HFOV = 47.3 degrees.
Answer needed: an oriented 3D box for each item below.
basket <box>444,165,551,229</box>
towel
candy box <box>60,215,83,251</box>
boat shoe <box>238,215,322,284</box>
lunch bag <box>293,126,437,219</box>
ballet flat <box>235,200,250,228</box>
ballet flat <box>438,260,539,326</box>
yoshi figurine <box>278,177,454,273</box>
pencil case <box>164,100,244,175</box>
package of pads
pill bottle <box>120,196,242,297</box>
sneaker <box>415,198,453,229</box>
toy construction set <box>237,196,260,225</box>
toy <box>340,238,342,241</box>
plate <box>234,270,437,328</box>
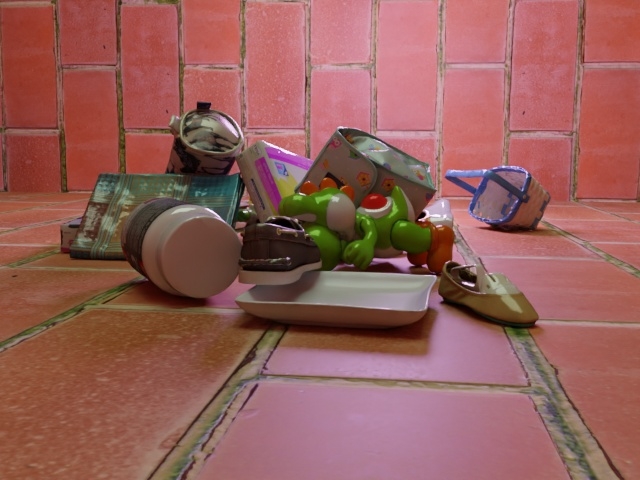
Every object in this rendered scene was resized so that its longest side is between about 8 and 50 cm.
[{"bbox_3d":[0.567,-0.150,2.337,0.289,0.201,0.255,31,-5,-21],"label":"basket"},{"bbox_3d":[-0.378,-0.062,1.723,0.371,0.040,0.271,1,49,5],"label":"towel"},{"bbox_3d":[-0.552,-0.019,1.863,0.159,0.071,0.233,0,7,-4],"label":"candy box"},{"bbox_3d":[-0.065,0.008,1.252,0.117,0.096,0.324,0,6,11],"label":"boat shoe"},{"bbox_3d":[0.090,-0.113,1.633,0.262,0.223,0.160,22,34,-21],"label":"lunch bag"},{"bbox_3d":[-0.219,-0.070,2.273,0.316,0.107,0.106,-6,28,-8],"label":"ballet flat"},{"bbox_3d":[0.257,0.078,1.160,0.080,0.073,0.232,-3,8,-24],"label":"ballet flat"},{"bbox_3d":[0.079,0.010,1.510,0.363,0.203,0.202,13,44,-18],"label":"yoshi figurine"},{"bbox_3d":[-0.339,-0.184,1.937,0.184,0.159,0.410,25,-35,-8],"label":"pencil case"},{"bbox_3d":[-0.066,-0.110,1.849,0.101,0.229,0.297,-32,-19,23],"label":"package of pads"},{"bbox_3d":[-0.250,0.011,1.301,0.161,0.161,0.283,-3,8,-25],"label":"pill bottle"},{"bbox_3d":[0.323,-0.069,2.174,0.123,0.105,0.290,4,9,5],"label":"sneaker"},{"bbox_3d":[-0.174,-0.072,1.999,0.215,0.151,0.328,33,32,28],"label":"toy construction set"},{"bbox_3d":[0.000,0.000,1.697,0.238,0.056,0.137,-9,24,-19],"label":"toy"},{"bbox_3d":[0.036,0.091,1.149,0.278,0.045,0.278,3,7,12],"label":"plate"}]
